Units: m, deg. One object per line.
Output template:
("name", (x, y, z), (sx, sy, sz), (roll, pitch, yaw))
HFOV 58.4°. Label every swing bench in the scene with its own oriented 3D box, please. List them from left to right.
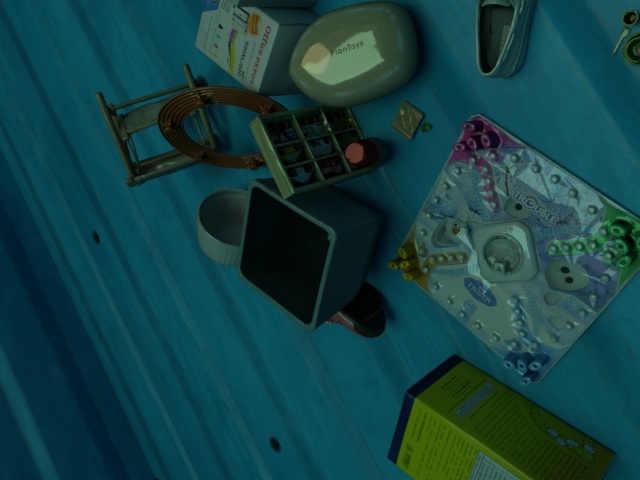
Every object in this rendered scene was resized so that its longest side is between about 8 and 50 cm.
("swing bench", (-0.422, -0.296, 1.532), (0.165, 0.253, 0.255), (-168, 59, -83))

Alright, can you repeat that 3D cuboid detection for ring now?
("ring", (-0.210, -0.245, 1.337), (0.336, 0.336, 0.032), (-23, 56, 46))

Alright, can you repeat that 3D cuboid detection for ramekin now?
("ramekin", (-0.227, -0.027, 1.510), (0.207, 0.207, 0.109), (47, 141, 21))

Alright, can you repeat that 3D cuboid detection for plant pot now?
("plant pot", (0.000, 0.000, 1.259), (0.247, 0.252, 0.248), (33, 125, 31))

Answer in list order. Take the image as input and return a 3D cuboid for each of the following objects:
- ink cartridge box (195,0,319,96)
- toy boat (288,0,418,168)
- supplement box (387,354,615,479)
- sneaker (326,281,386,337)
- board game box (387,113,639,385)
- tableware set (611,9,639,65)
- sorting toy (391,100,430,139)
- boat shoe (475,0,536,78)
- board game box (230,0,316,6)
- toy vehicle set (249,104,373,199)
("ink cartridge box", (-0.131, -0.456, 1.277), (0.232, 0.168, 0.171), (43, 129, 24))
("toy boat", (0.074, -0.301, 1.149), (0.267, 0.148, 0.319), (-5, 97, 23))
("supplement box", (0.342, 0.425, 1.128), (0.356, 0.195, 0.194), (30, 124, 34))
("sneaker", (0.041, 0.154, 1.399), (0.313, 0.115, 0.136), (36, 138, 38))
("board game box", (0.344, 0.027, 1.083), (0.390, 0.050, 0.390), (43, 130, 25))
("tableware set", (0.509, -0.291, 0.827), (0.154, 0.024, 0.104), (37, 127, 29))
("sorting toy", (0.186, -0.237, 1.164), (0.083, 0.012, 0.062), (46, 126, 27))
("boat shoe", (0.304, -0.399, 0.939), (0.095, 0.084, 0.258), (12, 113, 41))
("board game box", (-0.163, -0.620, 1.209), (0.303, 0.224, 0.098), (48, 133, 20))
("toy vehicle set", (-0.006, -0.194, 1.184), (0.035, 0.266, 0.166), (-30, 84, 47))
